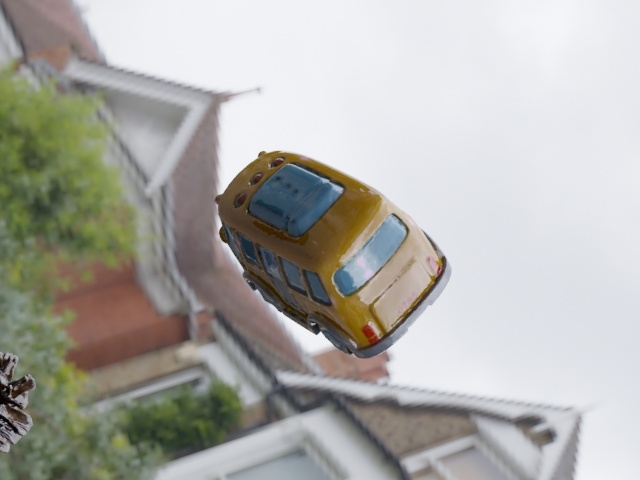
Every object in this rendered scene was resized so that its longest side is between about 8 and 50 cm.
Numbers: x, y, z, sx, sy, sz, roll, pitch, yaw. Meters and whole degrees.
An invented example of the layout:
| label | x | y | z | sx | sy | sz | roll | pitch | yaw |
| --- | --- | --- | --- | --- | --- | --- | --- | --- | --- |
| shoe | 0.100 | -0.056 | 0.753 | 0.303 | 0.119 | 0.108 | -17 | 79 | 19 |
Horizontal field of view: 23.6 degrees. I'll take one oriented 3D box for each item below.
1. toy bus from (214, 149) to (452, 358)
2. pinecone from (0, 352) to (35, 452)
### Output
| label | x | y | z | sx | sy | sz | roll | pitch | yaw |
| --- | --- | --- | --- | --- | --- | --- | --- | --- | --- |
| toy bus | 0.000 | 0.000 | 1.355 | 0.209 | 0.126 | 0.136 | 29 | -20 | 48 |
| pinecone | -0.407 | 0.190 | 1.769 | 0.165 | 0.163 | 0.163 | -17 | -91 | 29 |
